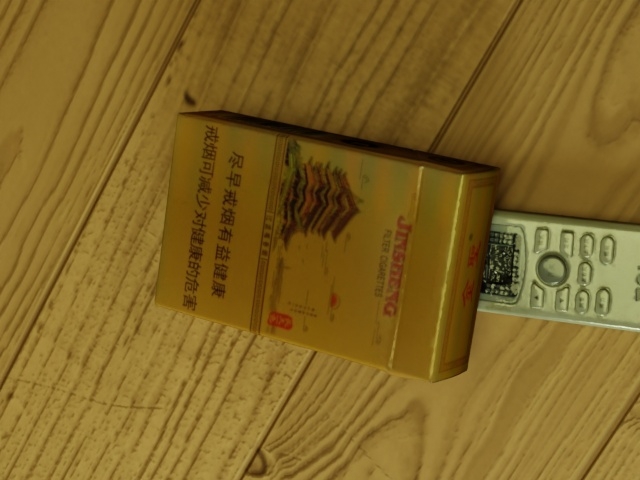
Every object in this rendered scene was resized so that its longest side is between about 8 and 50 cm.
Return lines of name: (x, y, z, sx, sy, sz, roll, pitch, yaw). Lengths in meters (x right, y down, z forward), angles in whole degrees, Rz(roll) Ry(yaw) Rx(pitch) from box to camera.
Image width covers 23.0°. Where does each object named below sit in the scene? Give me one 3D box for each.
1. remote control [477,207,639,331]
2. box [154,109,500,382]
remote control: (0.199, 0.023, 1.266, 0.190, 0.029, 0.087, 8, 100, 21)
box: (0.000, 0.000, 1.306, 0.274, 0.076, 0.174, 14, 103, 27)
